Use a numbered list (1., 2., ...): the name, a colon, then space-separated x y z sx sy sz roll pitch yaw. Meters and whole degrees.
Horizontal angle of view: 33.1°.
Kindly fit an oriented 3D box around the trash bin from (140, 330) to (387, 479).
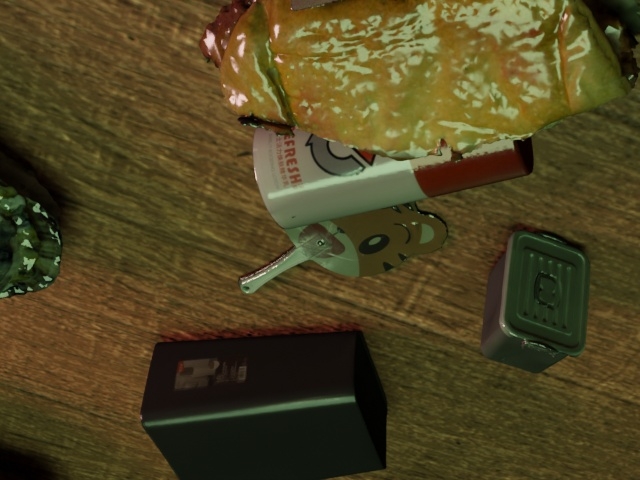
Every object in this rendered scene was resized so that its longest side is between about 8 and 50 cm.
1. trash bin: -0.053 0.186 1.157 0.225 0.115 0.165 -7 134 14

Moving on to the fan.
1. fan: 0.000 0.000 1.035 0.226 0.008 0.152 -30 124 31

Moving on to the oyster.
1. oyster: -0.384 -0.058 0.956 0.162 0.158 0.351 -48 133 3

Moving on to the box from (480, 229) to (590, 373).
1. box: 0.195 0.060 0.991 0.084 0.122 0.069 19 146 -8

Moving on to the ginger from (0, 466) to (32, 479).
1. ginger: -0.468 0.298 1.296 0.254 0.176 0.418 -9 135 8

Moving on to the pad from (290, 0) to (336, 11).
1. pad: 0.018 -0.251 0.693 0.113 0.006 0.188 -9 89 16

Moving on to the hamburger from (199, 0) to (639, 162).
1. hamburger: 0.081 -0.158 0.763 0.282 0.155 0.245 26 129 -10

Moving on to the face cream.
1. face cream: 0.059 -0.077 0.887 0.214 0.096 0.096 -12 131 20
